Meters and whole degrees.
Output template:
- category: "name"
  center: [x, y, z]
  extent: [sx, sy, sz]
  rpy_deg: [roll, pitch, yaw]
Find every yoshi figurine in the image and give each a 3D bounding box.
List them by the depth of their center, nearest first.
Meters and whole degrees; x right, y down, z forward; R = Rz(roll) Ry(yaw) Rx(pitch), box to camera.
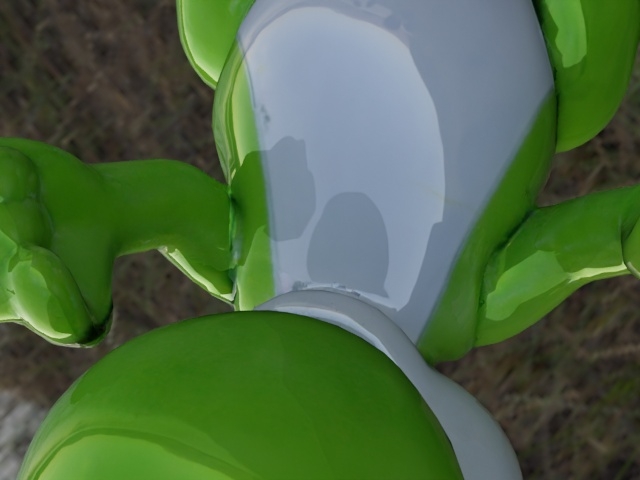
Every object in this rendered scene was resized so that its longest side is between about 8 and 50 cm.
- category: "yoshi figurine"
  center: [0.008, -0.007, 0.478]
  extent: [0.203, 0.362, 0.203]
  rpy_deg: [24, 158, -39]
